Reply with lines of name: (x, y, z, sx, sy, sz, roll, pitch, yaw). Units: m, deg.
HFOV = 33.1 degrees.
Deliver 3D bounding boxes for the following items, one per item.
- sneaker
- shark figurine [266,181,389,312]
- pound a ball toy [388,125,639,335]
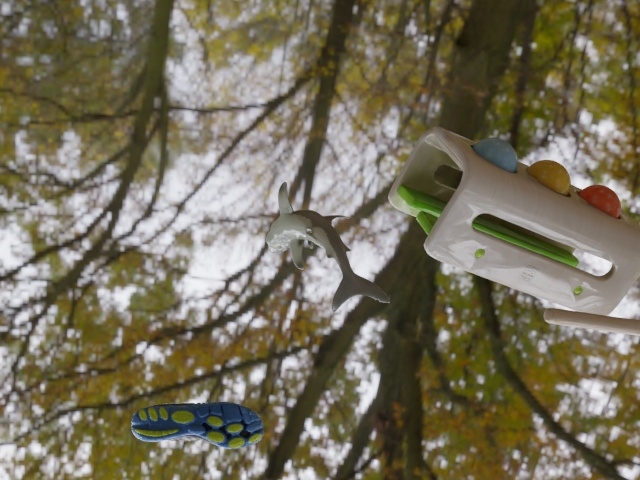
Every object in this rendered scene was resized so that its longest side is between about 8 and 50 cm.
sneaker: (-0.175, 0.259, 1.546, 0.188, 0.067, 0.078, 3, -179, -3)
shark figurine: (0.015, -0.006, 1.835, 0.116, 0.166, 0.278, -14, -149, -33)
pound a ball toy: (0.262, -0.003, 1.182, 0.319, 0.135, 0.208, 19, -159, -27)
